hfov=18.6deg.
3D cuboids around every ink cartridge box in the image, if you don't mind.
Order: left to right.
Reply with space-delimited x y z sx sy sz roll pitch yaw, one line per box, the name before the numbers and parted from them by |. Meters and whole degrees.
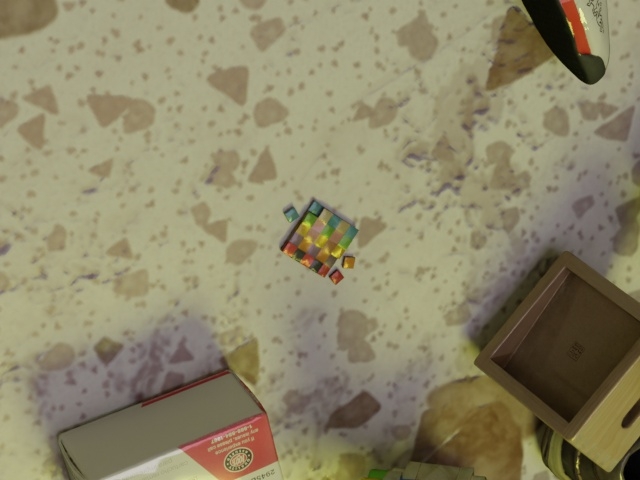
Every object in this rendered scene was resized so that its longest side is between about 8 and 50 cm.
ink cartridge box | -0.105 0.239 1.591 0.159 0.092 0.217 -21 119 -16

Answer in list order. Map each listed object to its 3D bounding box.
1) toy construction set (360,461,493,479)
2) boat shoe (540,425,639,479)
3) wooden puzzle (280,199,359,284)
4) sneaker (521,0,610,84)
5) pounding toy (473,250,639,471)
toy construction set | 0.081 0.324 1.644 0.151 0.215 0.327 17 114 7
boat shoe | 0.372 0.209 1.773 0.355 0.130 0.132 4 108 -26
wooden puzzle | 0.000 0.000 1.595 0.083 0.006 0.049 32 94 -31
sneaker | 0.214 -0.263 1.543 0.145 0.090 0.270 -32 117 -8
pounding toy | 0.269 0.102 1.635 0.181 0.206 0.094 -51 139 0
